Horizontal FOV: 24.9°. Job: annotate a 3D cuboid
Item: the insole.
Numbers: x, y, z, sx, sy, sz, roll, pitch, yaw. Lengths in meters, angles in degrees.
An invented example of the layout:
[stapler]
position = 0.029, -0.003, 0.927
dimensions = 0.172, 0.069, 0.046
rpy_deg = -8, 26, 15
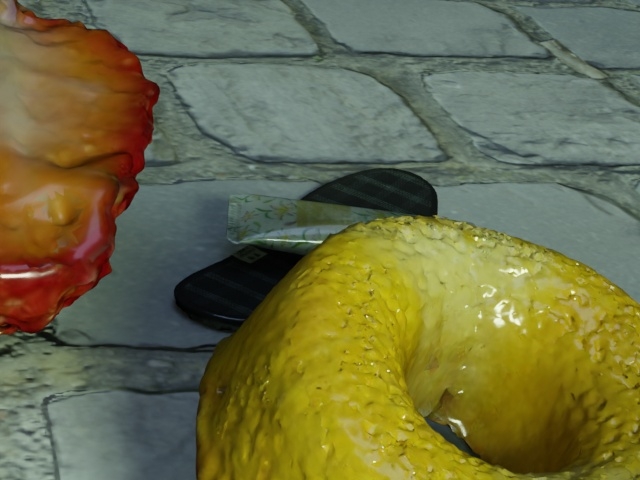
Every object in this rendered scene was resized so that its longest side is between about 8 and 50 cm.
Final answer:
[insole]
position = 0.000, 0.000, 1.048
dimensions = 0.110, 0.012, 0.309
rpy_deg = 23, 29, 26

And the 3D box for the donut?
[donut]
position = 0.072, 0.093, 0.697
dimensions = 0.277, 0.108, 0.278
rpy_deg = 14, 35, -10

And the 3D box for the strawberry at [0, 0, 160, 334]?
[strawberry]
position = -0.238, -0.042, 0.934
dimensions = 0.265, 0.149, 0.336
rpy_deg = 2, 36, -28

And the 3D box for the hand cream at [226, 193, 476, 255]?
[hand cream]
position = 0.031, -0.004, 1.010
dimensions = 0.194, 0.042, 0.067
rpy_deg = 9, 35, -7
